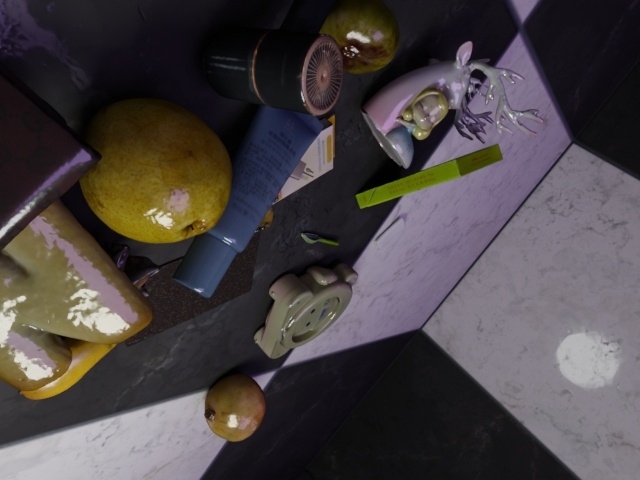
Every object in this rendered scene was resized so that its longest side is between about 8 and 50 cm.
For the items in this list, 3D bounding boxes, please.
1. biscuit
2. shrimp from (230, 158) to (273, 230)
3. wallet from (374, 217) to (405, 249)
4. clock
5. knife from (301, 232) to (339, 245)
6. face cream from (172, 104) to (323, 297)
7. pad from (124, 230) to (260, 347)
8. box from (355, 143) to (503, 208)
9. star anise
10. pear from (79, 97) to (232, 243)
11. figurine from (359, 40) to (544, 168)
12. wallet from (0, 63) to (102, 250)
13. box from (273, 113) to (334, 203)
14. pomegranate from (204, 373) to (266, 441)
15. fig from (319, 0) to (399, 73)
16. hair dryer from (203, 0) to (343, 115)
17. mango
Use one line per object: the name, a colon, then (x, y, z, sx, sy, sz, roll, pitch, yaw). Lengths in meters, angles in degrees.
biscuit: (-0.402, 0.072, 0.621, 0.237, 0.062, 0.290, -29, 125, -5)
shrimp: (-0.176, -0.088, 0.841, 0.117, 0.066, 0.262, -23, 137, 12)
wallet: (0.231, -0.023, 1.524, 0.122, 0.025, 0.061, -42, 153, -7)
clock: (-0.035, 0.198, 1.369, 0.309, 0.114, 0.284, -20, 141, -43)
knife: (0.000, 0.000, 1.247, 0.184, 0.022, 0.026, 11, 93, -56)
face cream: (-0.122, -0.087, 0.776, 0.136, 0.086, 0.385, 38, 71, -34)
pad: (-0.281, 0.104, 1.020, 0.330, 0.004, 0.220, -23, 144, -36)
box: (0.264, -0.157, 1.161, 0.187, 0.047, 0.335, -24, -175, -37)
star anise: (-0.384, 0.063, 0.740, 0.209, 0.089, 0.231, -35, 149, 6)
pear: (-0.223, -0.091, 0.643, 0.209, 0.209, 0.208, -33, 149, -23)
figurine: (0.285, -0.289, 1.033, 0.316, 0.206, 0.284, -38, 109, 9)
wallet: (-0.395, -0.080, 0.504, 0.229, 0.049, 0.182, -45, 112, -2)
box: (-0.056, -0.159, 0.954, 0.247, 0.033, 0.129, -34, 149, -21)
pomegranate: (-0.257, 0.504, 1.380, 0.191, 0.191, 0.191, -33, 149, -23)
fig: (0.060, -0.342, 0.762, 0.136, 0.153, 0.120, 30, 95, -30)
hair dryer: (-0.022, -0.354, 0.676, 0.352, 0.189, 0.107, -65, 152, -12)
mango: (-0.465, 0.223, 0.853, 0.190, 0.075, 0.098, -35, 165, -28)
